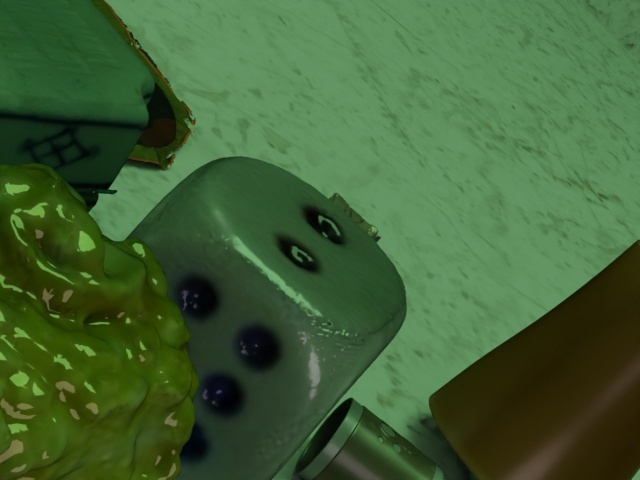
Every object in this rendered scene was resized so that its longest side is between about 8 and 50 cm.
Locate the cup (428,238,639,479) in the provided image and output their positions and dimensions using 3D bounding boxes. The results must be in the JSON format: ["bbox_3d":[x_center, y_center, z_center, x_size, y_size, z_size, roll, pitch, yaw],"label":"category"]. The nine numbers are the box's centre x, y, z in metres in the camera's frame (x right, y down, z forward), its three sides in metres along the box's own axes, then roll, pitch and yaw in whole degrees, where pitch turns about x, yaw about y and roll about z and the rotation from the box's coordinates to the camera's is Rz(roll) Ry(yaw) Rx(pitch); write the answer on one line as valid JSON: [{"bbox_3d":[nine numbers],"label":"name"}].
[{"bbox_3d":[0.246,0.144,1.678,0.226,0.264,0.182,40,13,-28],"label":"cup"}]

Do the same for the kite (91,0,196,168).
[{"bbox_3d":[-0.261,-0.176,1.792,0.327,0.013,0.377,34,26,-11],"label":"kite"}]

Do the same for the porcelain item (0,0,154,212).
[{"bbox_3d":[-0.294,-0.136,1.494,0.286,0.157,0.281,49,23,23],"label":"porcelain item"}]

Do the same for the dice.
[{"bbox_3d":[-0.063,0.064,1.432,0.194,0.193,0.192,43,22,4],"label":"dice"}]

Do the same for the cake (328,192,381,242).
[{"bbox_3d":[0.000,0.000,1.815,0.065,0.052,0.121,49,26,10],"label":"cake"}]

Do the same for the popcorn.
[{"bbox_3d":[-0.211,0.064,1.176,0.242,0.235,0.250,35,15,28],"label":"popcorn"}]

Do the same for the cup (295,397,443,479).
[{"bbox_3d":[0.036,0.187,1.530,0.099,0.102,0.074,38,62,-6],"label":"cup"}]
